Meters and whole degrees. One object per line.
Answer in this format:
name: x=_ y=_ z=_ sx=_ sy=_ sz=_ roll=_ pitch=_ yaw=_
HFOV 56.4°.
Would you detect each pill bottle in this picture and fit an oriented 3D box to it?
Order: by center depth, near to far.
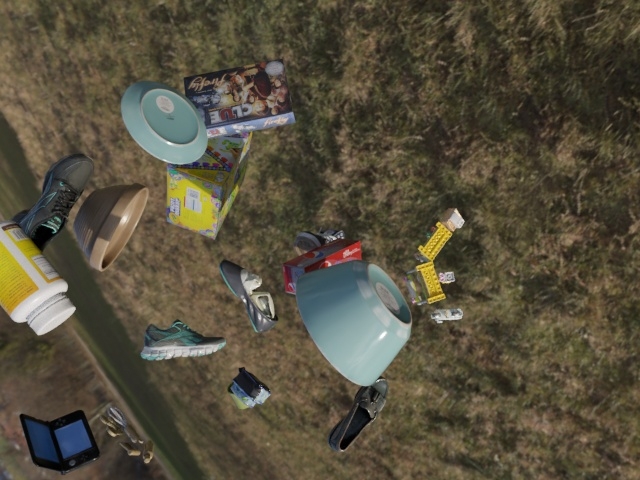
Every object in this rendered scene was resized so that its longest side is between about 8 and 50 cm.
pill bottle: x=-0.575 y=0.074 z=1.152 sx=0.215 sy=0.117 sz=0.117 roll=50 pitch=145 yaw=1

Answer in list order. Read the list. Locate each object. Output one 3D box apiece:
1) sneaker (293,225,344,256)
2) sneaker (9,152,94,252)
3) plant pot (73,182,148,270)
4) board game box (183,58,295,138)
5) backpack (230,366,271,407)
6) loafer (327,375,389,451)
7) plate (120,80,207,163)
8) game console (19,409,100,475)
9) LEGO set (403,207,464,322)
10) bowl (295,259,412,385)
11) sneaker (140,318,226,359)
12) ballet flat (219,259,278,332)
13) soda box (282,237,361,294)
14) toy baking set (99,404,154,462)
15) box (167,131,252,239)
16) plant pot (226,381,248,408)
sneaker: x=0.000 y=0.000 z=1.923 sx=0.099 sy=0.153 sz=0.282 roll=16 pitch=159 yaw=21
sneaker: x=-0.594 y=-0.076 z=1.355 sx=0.106 sy=0.267 sz=0.101 roll=30 pitch=172 yaw=36
plant pot: x=-0.531 y=-0.052 z=1.480 sx=0.110 sy=0.237 sz=0.237 roll=29 pitch=144 yaw=-6
board game box: x=-0.193 y=-0.332 z=1.409 sx=0.042 sy=0.244 sz=0.165 roll=80 pitch=178 yaw=-66
backpack: x=-0.212 y=0.454 z=1.811 sx=0.105 sy=0.084 sz=0.114 roll=35 pitch=169 yaw=29
loafer: x=0.129 y=0.533 z=1.816 sx=0.096 sy=0.267 sz=0.084 roll=40 pitch=167 yaw=-6
plate: x=-0.297 y=-0.237 z=1.168 sx=0.024 sy=0.188 sz=0.188 roll=-30 pitch=96 yaw=41
game console: x=-0.482 y=0.363 z=1.108 sx=0.122 sy=0.107 sz=0.071 roll=47 pitch=145 yaw=39
LEGO set: x=0.275 y=0.060 z=1.482 sx=0.107 sy=0.132 sz=0.286 roll=140 pitch=135 yaw=-68
bowl: x=0.100 y=0.167 z=1.419 sx=0.163 sy=0.311 sz=0.311 roll=-37 pitch=90 yaw=19
sneaker: x=-0.271 y=0.193 z=1.188 sx=0.065 sy=0.167 sz=0.076 roll=141 pitch=125 yaw=-60
ballet flat: x=-0.155 y=0.120 z=1.368 sx=0.074 sy=0.074 sz=0.203 roll=-2 pitch=122 yaw=49
soda box: x=0.010 y=0.072 z=1.718 sx=0.084 sy=0.263 sz=0.092 roll=9 pitch=111 yaw=38
toy baking set: x=-0.577 y=0.577 z=1.807 sx=0.197 sy=0.030 sz=0.256 roll=46 pitch=170 yaw=-5
box: x=-0.357 y=-0.213 z=1.925 sx=0.177 sy=0.279 sz=0.290 roll=21 pitch=144 yaw=-1
plant pot: x=-0.266 y=0.524 z=2.021 sx=0.083 sy=0.083 sz=0.079 roll=9 pitch=121 yaw=45
